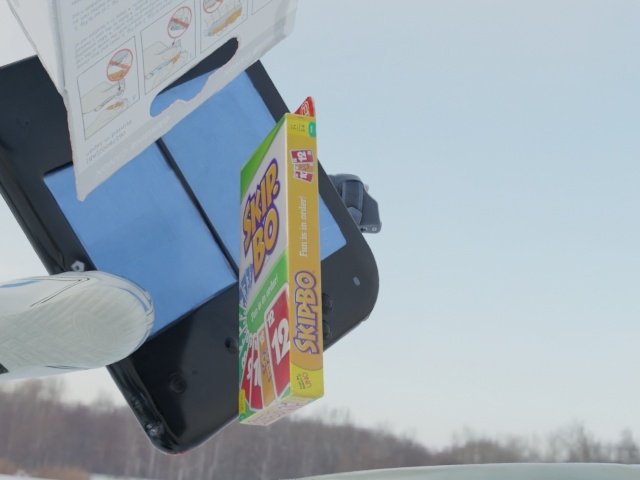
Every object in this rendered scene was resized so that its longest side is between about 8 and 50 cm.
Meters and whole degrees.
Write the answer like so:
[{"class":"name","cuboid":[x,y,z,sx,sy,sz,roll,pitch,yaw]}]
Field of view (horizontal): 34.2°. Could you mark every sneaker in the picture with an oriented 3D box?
[{"class":"sneaker","cuboid":[0.001,0.000,1.521,0.163,0.086,0.226,2,-56,-23]},{"class":"sneaker","cuboid":[-0.250,0.069,0.828,0.237,0.085,0.086,-2,1,-3]}]

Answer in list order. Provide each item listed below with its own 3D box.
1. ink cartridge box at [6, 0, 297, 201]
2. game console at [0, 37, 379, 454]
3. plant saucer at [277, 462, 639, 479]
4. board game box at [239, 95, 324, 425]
[{"class":"ink cartridge box","cuboid":[-0.073,-0.149,0.485,0.056,0.181,0.225,36,-33,16]},{"class":"game console","cuboid":[-0.125,-0.033,1.027,0.060,0.387,0.342,-29,3,44]},{"class":"plant saucer","cuboid":[0.065,0.158,0.451,0.400,0.101,0.400,-2,-19,-1]},{"class":"board game box","cuboid":[-0.036,0.015,0.877,0.039,0.259,0.124,9,-23,-21]}]
